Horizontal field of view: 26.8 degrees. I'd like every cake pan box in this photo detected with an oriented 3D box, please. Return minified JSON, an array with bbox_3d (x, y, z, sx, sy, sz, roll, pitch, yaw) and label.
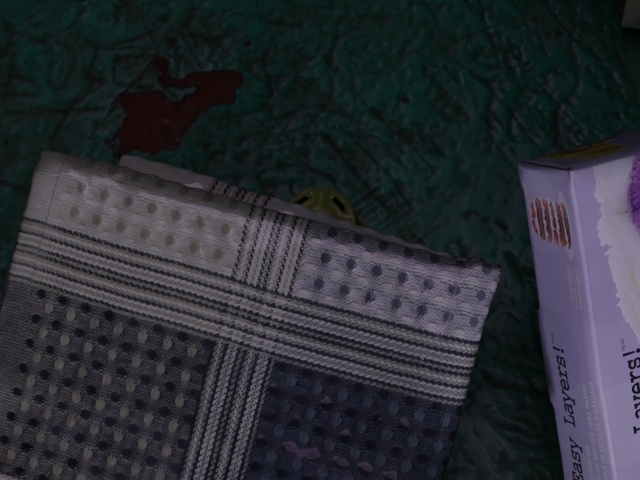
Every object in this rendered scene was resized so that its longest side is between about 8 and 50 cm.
[{"bbox_3d":[0.258,0.050,0.836,0.245,0.070,0.267,-13,103,-17],"label":"cake pan box"}]

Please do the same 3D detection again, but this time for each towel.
[{"bbox_3d":[-0.076,0.118,0.892,0.324,0.056,0.312,16,92,8],"label":"towel"}]

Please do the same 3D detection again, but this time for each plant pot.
[{"bbox_3d":[0.000,0.000,0.950,0.083,0.079,0.083,-1,71,3],"label":"plant pot"}]

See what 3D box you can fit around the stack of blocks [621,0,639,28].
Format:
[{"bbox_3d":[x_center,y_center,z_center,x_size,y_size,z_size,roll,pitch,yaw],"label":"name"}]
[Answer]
[{"bbox_3d":[0.260,-0.251,1.009,0.297,0.087,0.171,8,65,9],"label":"stack of blocks"}]
